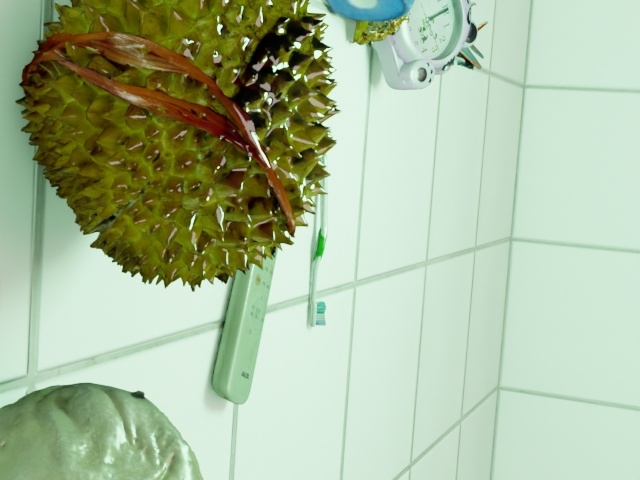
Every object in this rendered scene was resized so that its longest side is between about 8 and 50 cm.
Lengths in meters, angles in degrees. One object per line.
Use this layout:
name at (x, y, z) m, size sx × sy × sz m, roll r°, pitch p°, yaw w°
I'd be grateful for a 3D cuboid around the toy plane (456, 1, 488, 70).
toy plane at (0.231, -0.438, 2.141) m, size 0.326 × 0.104 × 0.223 m, roll -15°, pitch 71°, yaw -50°

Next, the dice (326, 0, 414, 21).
dice at (0.085, -0.458, 1.719) m, size 0.143 × 0.146 × 0.146 m, roll 53°, pitch 47°, yaw -62°

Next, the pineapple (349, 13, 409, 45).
pineapple at (0.103, -0.392, 1.818) m, size 0.114 × 0.114 × 0.077 m, roll -148°, pitch -145°, yaw -84°

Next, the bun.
bun at (-0.239, 0.242, 0.992) m, size 0.281 × 0.281 × 0.205 m, roll 21°, pitch 51°, yaw -68°

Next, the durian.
durian at (-0.132, -0.130, 1.061) m, size 0.348 × 0.347 × 0.384 m, roll 67°, pitch 16°, yaw -51°

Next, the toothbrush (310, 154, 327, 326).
toothbrush at (-0.002, 0.000, 1.789) m, size 0.030 × 0.030 × 0.304 m, roll -16°, pitch 108°, yaw -67°

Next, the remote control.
remote control at (-0.105, 0.087, 1.532) m, size 0.090 × 0.038 × 0.310 m, roll 43°, pitch 56°, yaw -64°

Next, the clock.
clock at (0.198, -0.425, 1.978) m, size 0.248 × 0.090 × 0.228 m, roll -35°, pitch 119°, yaw -35°
